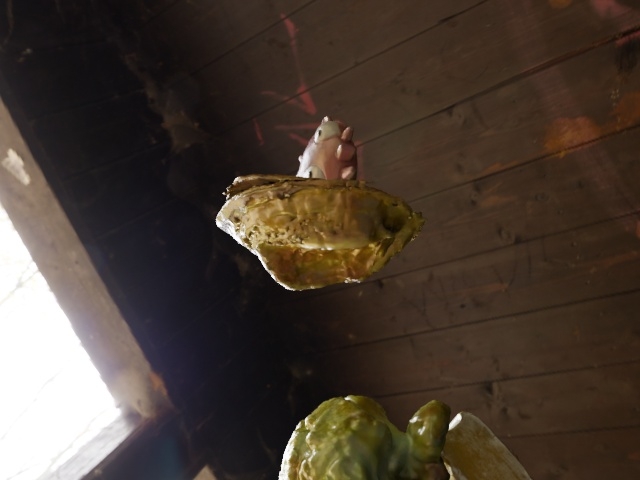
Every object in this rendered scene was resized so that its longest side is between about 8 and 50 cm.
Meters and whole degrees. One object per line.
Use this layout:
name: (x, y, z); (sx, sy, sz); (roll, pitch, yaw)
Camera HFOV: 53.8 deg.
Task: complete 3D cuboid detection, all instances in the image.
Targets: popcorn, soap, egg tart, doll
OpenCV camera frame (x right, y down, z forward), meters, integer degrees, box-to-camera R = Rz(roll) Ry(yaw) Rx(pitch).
popcorn: (0.056, 0.255, 0.687); (0.213, 0.198, 0.197); (-21, -77, 1)
soap: (0.174, 0.360, 0.829); (0.173, 0.089, 0.274); (50, -35, 24)
egg tart: (0.000, 0.000, 0.886); (0.297, 0.297, 0.132); (-10, -113, 32)
doll: (0.009, -0.109, 1.142); (0.211, 0.093, 0.261); (-22, -122, 61)
